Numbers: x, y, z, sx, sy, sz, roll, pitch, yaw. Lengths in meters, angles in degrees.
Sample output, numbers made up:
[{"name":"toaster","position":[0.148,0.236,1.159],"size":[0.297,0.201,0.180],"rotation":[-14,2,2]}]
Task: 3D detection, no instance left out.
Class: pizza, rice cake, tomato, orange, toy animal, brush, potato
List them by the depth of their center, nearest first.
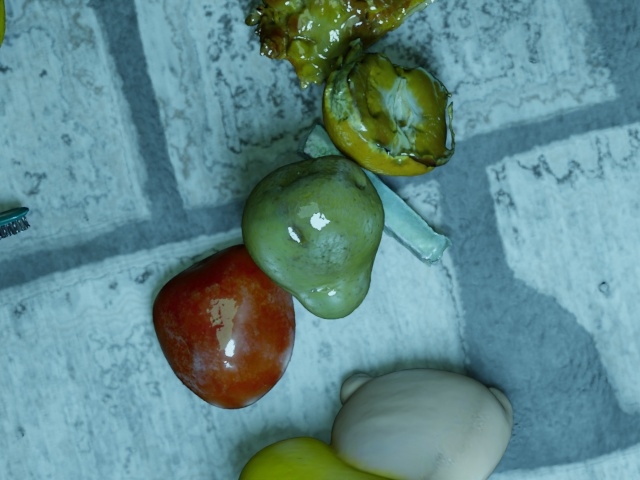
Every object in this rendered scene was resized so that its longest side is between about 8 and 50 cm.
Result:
[{"name":"toy animal","position":[0.064,0.311,1.862],"size":[0.278,0.345,0.246],"rotation":[-5,122,25]},{"name":"potato","position":[0.000,0.000,1.886],"size":[0.157,0.157,0.194],"rotation":[-15,122,5]},{"name":"orange","position":[0.068,-0.136,1.902],"size":[0.170,0.160,0.112],"rotation":[54,137,9]},{"name":"pizza","position":[0.009,-0.280,1.933],"size":[0.290,0.081,0.228],"rotation":[14,90,4]},{"name":"tomato","position":[-0.104,0.100,1.934],"size":[0.166,0.082,0.174],"rotation":[-27,84,4]},{"name":"rice cake","position":[0.059,-0.050,1.946],"size":[0.211,0.034,0.043],"rotation":[42,84,6]},{"name":"brush","position":[-0.425,0.001,1.990],"size":[0.193,0.043,0.032],"rotation":[-18,104,6]}]

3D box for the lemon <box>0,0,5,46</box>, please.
[{"name":"lemon","position":[-0.453,-0.268,1.930],"size":[0.187,0.187,0.244],"rotation":[-41,117,3]}]
